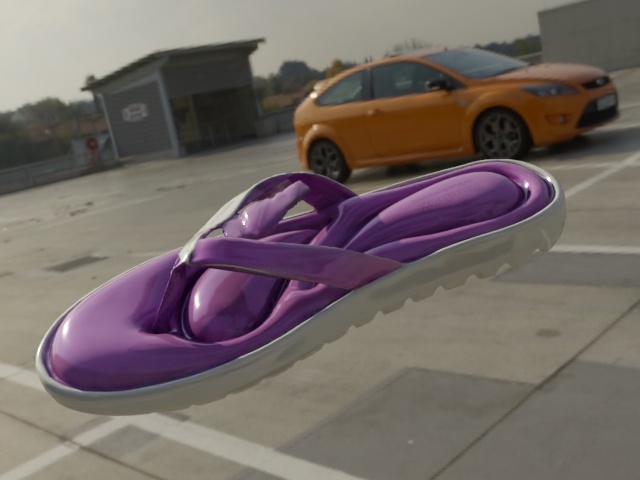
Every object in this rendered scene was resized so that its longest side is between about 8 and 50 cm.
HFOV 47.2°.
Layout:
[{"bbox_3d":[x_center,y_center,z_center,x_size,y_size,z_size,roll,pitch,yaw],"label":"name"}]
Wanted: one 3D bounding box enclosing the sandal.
[{"bbox_3d":[-0.008,-0.006,0.542,0.416,0.102,0.169,-20,31,-21],"label":"sandal"}]
